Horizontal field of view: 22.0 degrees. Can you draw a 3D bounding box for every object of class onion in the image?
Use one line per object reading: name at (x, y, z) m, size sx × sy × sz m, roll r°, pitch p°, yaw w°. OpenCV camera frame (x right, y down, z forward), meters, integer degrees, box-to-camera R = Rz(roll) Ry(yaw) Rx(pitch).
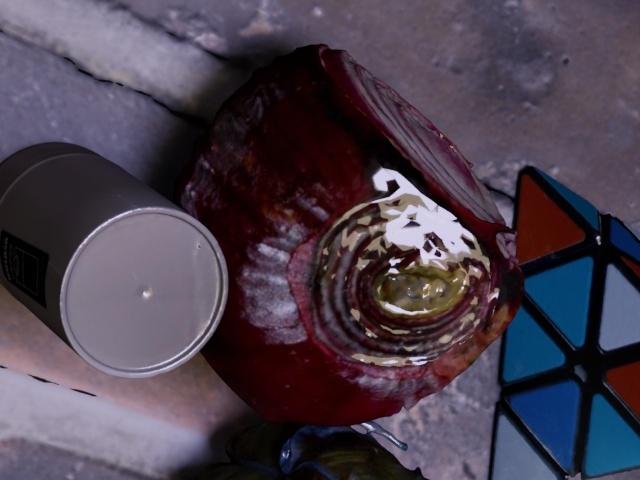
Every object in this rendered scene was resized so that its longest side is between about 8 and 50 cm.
onion at (-0.005, -0.003, 1.088) m, size 0.207 × 0.216 × 0.206 m, roll 39°, pitch 102°, yaw -20°

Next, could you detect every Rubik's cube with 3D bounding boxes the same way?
Rubik's cube at (0.187, 0.103, 1.290) m, size 0.250 × 0.284 × 0.234 m, roll 38°, pitch 110°, yaw -6°

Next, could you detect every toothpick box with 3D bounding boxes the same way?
toothpick box at (-0.141, 0.008, 1.032) m, size 0.111 × 0.181 × 0.111 m, roll -8°, pitch 109°, yaw -26°

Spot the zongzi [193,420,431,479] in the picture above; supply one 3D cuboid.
zongzi at (0.126, 0.252, 1.258) m, size 0.432 × 0.208 × 0.403 m, roll -31°, pitch 110°, yaw -31°
